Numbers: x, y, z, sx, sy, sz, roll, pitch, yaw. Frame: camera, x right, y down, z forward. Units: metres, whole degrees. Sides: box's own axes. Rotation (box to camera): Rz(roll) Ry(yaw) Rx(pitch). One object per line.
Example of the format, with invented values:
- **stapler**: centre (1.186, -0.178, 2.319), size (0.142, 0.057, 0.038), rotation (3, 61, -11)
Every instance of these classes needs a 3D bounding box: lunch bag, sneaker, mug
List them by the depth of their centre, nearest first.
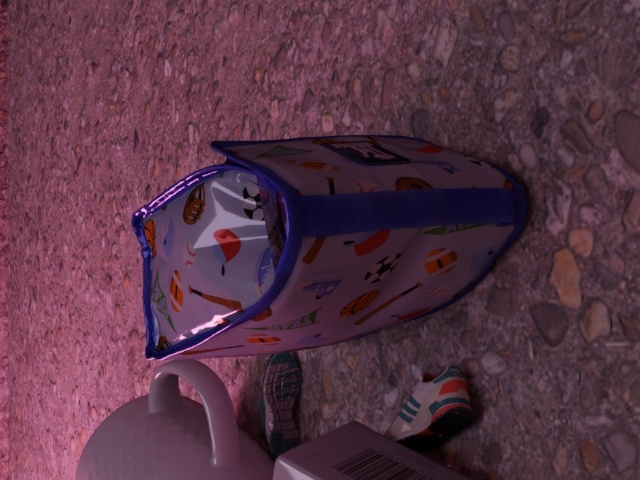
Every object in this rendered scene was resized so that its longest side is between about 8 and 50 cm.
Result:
- **lunch bag**: centre (0.000, 0.000, 1.011), size (0.385, 0.328, 0.238), rotation (-23, 75, 56)
- **sneaker**: centre (0.131, 0.207, 1.065), size (0.161, 0.057, 0.075), rotation (-48, 33, 48)
- **mug**: centre (-0.196, 0.367, 1.346), size (0.328, 0.276, 0.374), rotation (12, 107, 53)
- **sneaker**: centre (-0.075, 0.252, 1.366), size (0.076, 0.065, 0.166), rotation (10, 97, 61)

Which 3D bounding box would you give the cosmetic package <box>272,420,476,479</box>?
- **cosmetic package**: centre (0.049, 0.476, 1.023), size (0.230, 0.161, 0.453), rotation (20, 108, 35)
